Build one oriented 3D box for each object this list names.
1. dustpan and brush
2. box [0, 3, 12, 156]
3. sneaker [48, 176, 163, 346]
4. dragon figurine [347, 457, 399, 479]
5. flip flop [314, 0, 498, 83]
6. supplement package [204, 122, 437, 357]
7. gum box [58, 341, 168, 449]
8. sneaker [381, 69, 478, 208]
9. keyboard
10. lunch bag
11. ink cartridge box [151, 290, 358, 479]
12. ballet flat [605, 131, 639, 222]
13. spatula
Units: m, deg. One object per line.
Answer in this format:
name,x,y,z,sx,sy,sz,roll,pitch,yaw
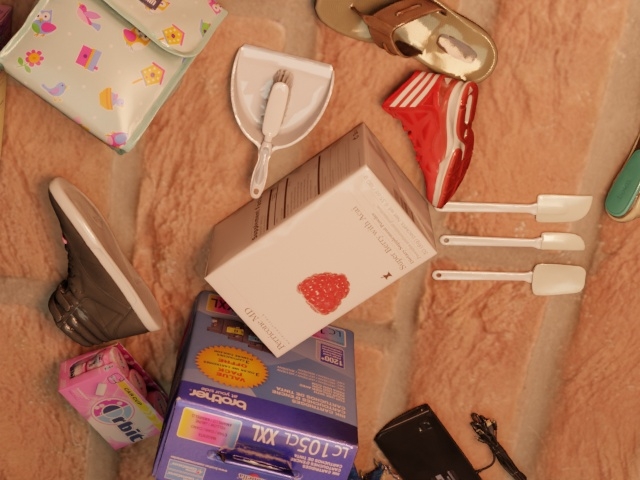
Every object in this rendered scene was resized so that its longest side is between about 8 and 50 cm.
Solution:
dustpan and brush,-0.072,-0.166,1.689,0.147,0.060,0.211,13,115,-6
box,-0.517,-0.192,1.596,0.117,0.213,0.243,11,116,-5
sneaker,-0.374,0.049,1.771,0.146,0.105,0.296,-25,118,7
dragon figurine,0.031,0.401,1.884,0.289,0.144,0.085,22,102,-37
flip flop,0.125,-0.295,1.613,0.277,0.080,0.112,26,113,-12
supplement package,0.000,0.000,1.705,0.293,0.175,0.177,-35,112,16
gum box,-0.332,0.249,1.863,0.107,0.062,0.188,-22,132,11
sneaker,0.155,-0.158,1.697,0.128,0.087,0.221,25,131,21
keyboard,0.250,0.399,1.977,0.201,0.033,0.317,-27,114,20
lunch bag,-0.280,-0.281,1.581,0.223,0.160,0.262,37,86,-12
ink cartridge box,-0.089,0.253,1.707,0.269,0.395,0.151,15,115,-7
ballet flat,0.503,-0.134,1.697,0.086,0.086,0.248,21,116,-9
spatula,0.295,0.007,1.792,0.241,0.019,0.168,0,117,0
